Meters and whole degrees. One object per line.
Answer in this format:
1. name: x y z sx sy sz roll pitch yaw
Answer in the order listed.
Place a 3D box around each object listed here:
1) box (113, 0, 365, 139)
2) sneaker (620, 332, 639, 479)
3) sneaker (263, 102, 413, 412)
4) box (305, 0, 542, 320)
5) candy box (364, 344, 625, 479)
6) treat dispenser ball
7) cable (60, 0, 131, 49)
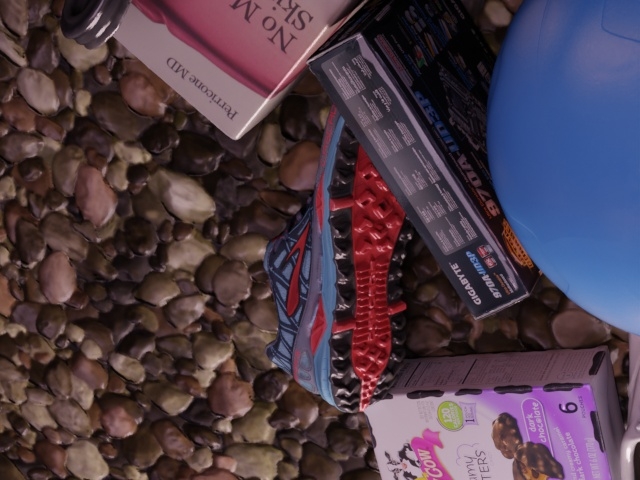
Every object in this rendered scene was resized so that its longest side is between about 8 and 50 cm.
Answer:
1. box: -0.032 -0.214 1.216 0.149 0.127 0.232 41 122 -1
2. sneaker: 0.276 0.116 1.274 0.094 0.091 0.258 3 116 21
3. sneaker: 0.000 0.000 1.320 0.125 0.104 0.261 18 107 41
4. box: 0.096 -0.077 1.204 0.051 0.175 0.220 -28 103 31
5. candy box: 0.148 0.178 1.369 0.196 0.070 0.164 -6 112 24
6. treat dispenser ball: 0.250 -0.075 1.076 0.288 0.288 0.288 9 118 18
7. cable: -0.100 -0.267 1.151 0.139 0.072 0.287 -8 69 46
